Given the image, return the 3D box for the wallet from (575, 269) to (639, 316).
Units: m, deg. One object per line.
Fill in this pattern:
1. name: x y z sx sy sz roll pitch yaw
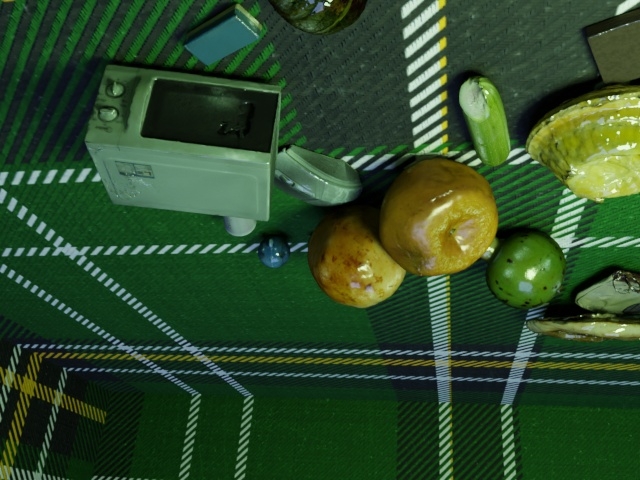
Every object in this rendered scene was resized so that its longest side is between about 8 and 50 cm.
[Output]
1. wallet: 0.860 0.152 1.697 0.335 0.068 0.275 7 161 -12

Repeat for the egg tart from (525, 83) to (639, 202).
1. egg tart: 0.504 -0.156 1.079 0.290 0.115 0.290 2 158 1

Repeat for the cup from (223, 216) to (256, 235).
1. cup: -0.203 -0.074 1.441 0.104 0.074 0.116 28 155 18

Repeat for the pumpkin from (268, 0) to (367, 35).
1. pumpkin: -0.014 -0.337 0.828 0.183 0.108 0.119 27 151 -35

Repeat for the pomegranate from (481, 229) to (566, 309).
1. pomegranate: 0.455 0.054 1.477 0.248 0.202 0.202 34 155 10

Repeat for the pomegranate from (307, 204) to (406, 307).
1. pomegranate: 0.089 0.035 1.410 0.248 0.248 0.248 4 154 2

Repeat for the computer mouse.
1. computer mouse: -0.020 -0.122 1.296 0.231 0.071 0.126 18 151 -23

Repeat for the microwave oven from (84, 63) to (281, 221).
1. microwave oven: -0.225 -0.172 1.104 0.295 0.181 0.237 6 156 -2

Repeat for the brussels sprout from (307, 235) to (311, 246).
1. brussels sprout: 0.001 0.000 1.565 0.051 0.046 0.083 51 145 1

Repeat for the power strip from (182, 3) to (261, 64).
1. power strip: -0.153 -0.316 0.969 0.123 0.032 0.056 -15 147 35

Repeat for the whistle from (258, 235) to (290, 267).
1. whistle: -0.116 0.036 1.618 0.090 0.090 0.158 1 153 7

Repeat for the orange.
1. orange: 0.220 -0.050 1.258 0.249 0.183 0.249 -11 126 -16

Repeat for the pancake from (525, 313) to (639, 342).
1. pancake: 0.795 0.256 1.826 0.382 0.071 0.382 3 170 1

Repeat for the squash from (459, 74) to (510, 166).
1. squash: 0.288 -0.202 1.086 0.069 0.069 0.239 -6 152 21

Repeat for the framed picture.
1. framed picture: 0.491 -0.294 0.917 0.168 0.023 0.128 -13 149 32
